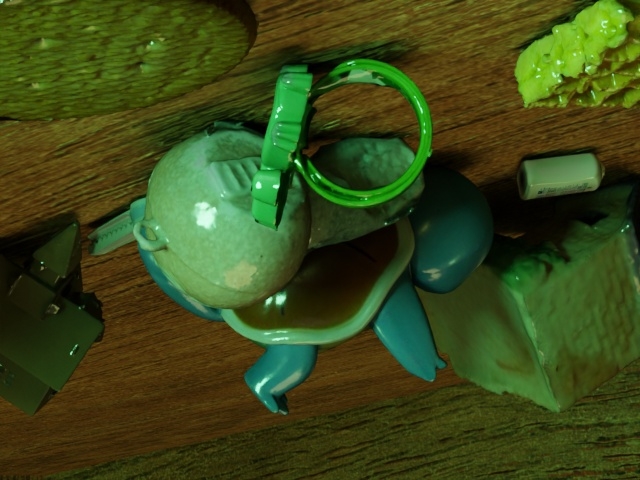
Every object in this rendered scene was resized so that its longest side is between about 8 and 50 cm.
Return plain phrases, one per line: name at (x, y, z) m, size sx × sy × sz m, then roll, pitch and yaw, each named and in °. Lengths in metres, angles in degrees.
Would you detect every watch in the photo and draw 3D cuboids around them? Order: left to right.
watch at (0.023, -0.081, 1.413) m, size 0.152 × 0.165 × 0.131 m, roll 10°, pitch 178°, yaw 1°

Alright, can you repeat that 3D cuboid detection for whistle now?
whistle at (-0.044, -0.029, 1.581) m, size 0.347 × 0.189 × 0.189 m, roll -14°, pitch 172°, yaw -35°

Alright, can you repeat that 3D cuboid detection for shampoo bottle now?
shampoo bottle at (0.285, -0.077, 1.824) m, size 0.099 × 0.043 × 0.072 m, roll -8°, pitch 167°, yaw -3°

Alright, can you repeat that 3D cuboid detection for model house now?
model house at (-0.328, 0.052, 1.858) m, size 0.248 × 0.181 × 0.176 m, roll -53°, pitch -178°, yaw 36°
model house at (0.305, 0.044, 2.018) m, size 0.280 × 0.245 × 0.312 m, roll -31°, pitch -157°, yaw -21°

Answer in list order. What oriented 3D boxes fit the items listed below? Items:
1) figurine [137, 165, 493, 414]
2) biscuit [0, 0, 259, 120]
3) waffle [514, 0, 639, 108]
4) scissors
figurine at (-0.011, 0.036, 1.762) m, size 0.416 × 0.243 × 0.298 m, roll -6°, pitch -150°, yaw -20°
biscuit at (-0.200, -0.157, 1.239) m, size 0.305 × 0.038 × 0.305 m, roll -8°, pitch 168°, yaw -2°
waffle at (0.323, -0.182, 1.394) m, size 0.229 × 0.057 × 0.219 m, roll -3°, pitch 165°, yaw -22°
scissors at (-0.185, -0.033, 1.761) m, size 0.125 × 0.030 × 0.256 m, roll 1°, pitch 162°, yaw -44°
